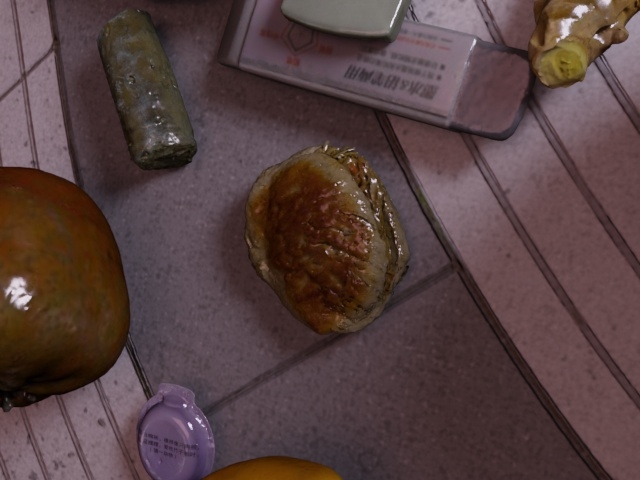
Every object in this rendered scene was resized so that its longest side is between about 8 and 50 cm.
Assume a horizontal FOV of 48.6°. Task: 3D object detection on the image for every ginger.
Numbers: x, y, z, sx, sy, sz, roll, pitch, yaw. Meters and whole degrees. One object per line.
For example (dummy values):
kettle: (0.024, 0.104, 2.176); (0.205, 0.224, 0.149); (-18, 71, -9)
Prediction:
ginger: (0.238, -0.218, 0.590); (0.115, 0.081, 0.206); (12, 78, 2)

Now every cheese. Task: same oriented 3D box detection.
cheese: (-0.166, 0.253, 0.797); (0.105, 0.042, 0.191); (10, 100, 23)

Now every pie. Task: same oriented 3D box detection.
pie: (0.000, 0.000, 0.706); (0.163, 0.079, 0.193); (-35, 75, 24)

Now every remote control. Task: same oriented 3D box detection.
remote control: (0.061, -0.321, 0.664); (0.123, 0.038, 0.285); (21, 85, 24)

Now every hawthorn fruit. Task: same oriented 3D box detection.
hawthorn fruit: (-0.348, 0.033, 0.772); (0.267, 0.267, 0.301); (-16, 73, 24)

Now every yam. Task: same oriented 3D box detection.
yam: (-0.197, -0.166, 0.797); (0.078, 0.078, 0.179); (-25, 80, 23)

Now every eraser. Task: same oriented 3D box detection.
eraser: (0.037, -0.179, 0.697); (0.351, 0.061, 0.089); (21, 98, 23)

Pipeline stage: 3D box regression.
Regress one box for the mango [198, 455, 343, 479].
mango: (-0.097, 0.329, 0.673); (0.199, 0.201, 0.350); (47, 111, 28)
